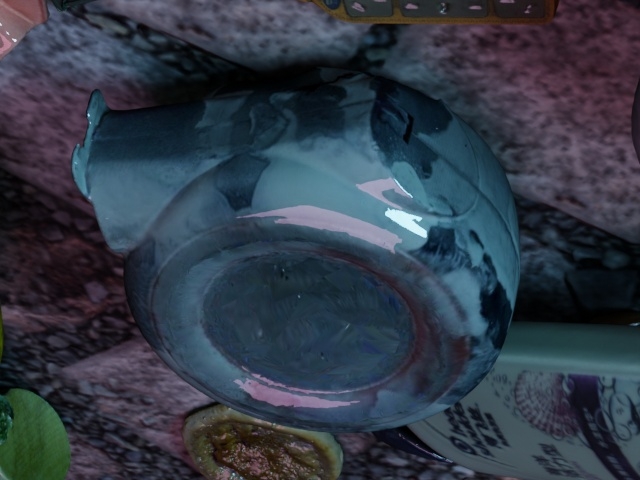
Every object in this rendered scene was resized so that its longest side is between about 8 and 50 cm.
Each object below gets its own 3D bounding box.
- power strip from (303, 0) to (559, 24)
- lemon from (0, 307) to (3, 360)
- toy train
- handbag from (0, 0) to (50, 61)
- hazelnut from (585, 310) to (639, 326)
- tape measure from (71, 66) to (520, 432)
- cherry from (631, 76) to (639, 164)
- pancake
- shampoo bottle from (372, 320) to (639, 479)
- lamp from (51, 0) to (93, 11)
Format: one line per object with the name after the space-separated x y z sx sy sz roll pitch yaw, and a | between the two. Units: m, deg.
0.057 -0.151 1.118 0.178 0.028 0.049 2 143 14 | power strip
-0.361 0.069 1.329 0.297 0.297 0.297 8 144 6 | lemon
-0.363 0.191 1.616 0.307 0.126 0.189 -14 137 30 | toy train
-0.247 -0.189 1.038 0.212 0.059 0.157 38 162 7 | handbag
0.221 0.091 1.358 0.086 0.086 0.086 8 144 6 | hazelnut
0.000 0.000 1.242 0.256 0.147 0.275 -5 136 20 | tape measure
0.331 -0.078 0.921 0.335 0.291 0.326 22 163 11 | cherry
-0.049 0.176 1.590 0.139 0.022 0.139 8 143 6 | pancake
0.169 0.117 1.304 0.359 0.078 0.134 -1 129 48 | shampoo bottle
-0.106 -0.160 1.152 0.121 0.041 0.054 -1 151 11 | lamp
